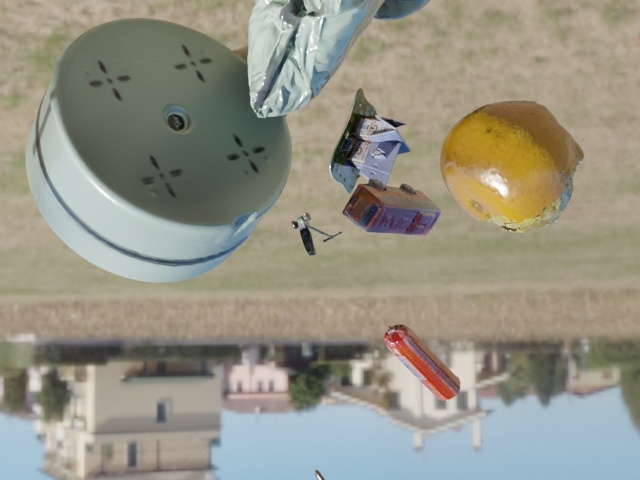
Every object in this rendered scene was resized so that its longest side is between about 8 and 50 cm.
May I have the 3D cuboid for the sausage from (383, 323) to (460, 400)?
[{"bbox_3d":[0.107,0.129,1.110,0.034,0.034,0.129,-7,140,41],"label":"sausage"}]

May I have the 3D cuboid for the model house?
[{"bbox_3d":[0.094,-0.164,1.771,0.088,0.167,0.117,13,163,27],"label":"model house"}]

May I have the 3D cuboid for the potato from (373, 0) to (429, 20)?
[{"bbox_3d":[0.124,-0.435,1.617,0.138,0.243,0.098,31,149,-10],"label":"potato"}]

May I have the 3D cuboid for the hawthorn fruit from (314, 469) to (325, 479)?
[{"bbox_3d":[0.070,0.379,1.199,0.210,0.262,0.210,-18,138,-16],"label":"hawthorn fruit"}]

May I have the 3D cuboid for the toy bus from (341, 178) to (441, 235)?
[{"bbox_3d":[0.112,-0.046,1.563,0.077,0.065,0.192,43,-158,29],"label":"toy bus"}]

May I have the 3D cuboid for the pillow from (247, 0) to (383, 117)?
[{"bbox_3d":[0.003,-0.311,1.351,0.138,0.283,0.310,28,-147,4],"label":"pillow"}]

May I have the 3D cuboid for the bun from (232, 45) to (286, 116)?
[{"bbox_3d":[-0.172,-0.290,2.034,0.239,0.239,0.141,-6,147,39],"label":"bun"}]

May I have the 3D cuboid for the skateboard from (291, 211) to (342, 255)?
[{"bbox_3d":[0.000,0.000,1.426,0.032,0.064,0.083,-32,152,24],"label":"skateboard"}]

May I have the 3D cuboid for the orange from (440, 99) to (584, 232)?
[{"bbox_3d":[0.206,-0.080,1.092,0.156,0.134,0.156,40,178,2],"label":"orange"}]

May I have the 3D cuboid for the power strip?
[{"bbox_3d":[-0.223,-0.132,1.383,0.357,0.358,0.161,3,151,-30],"label":"power strip"}]
